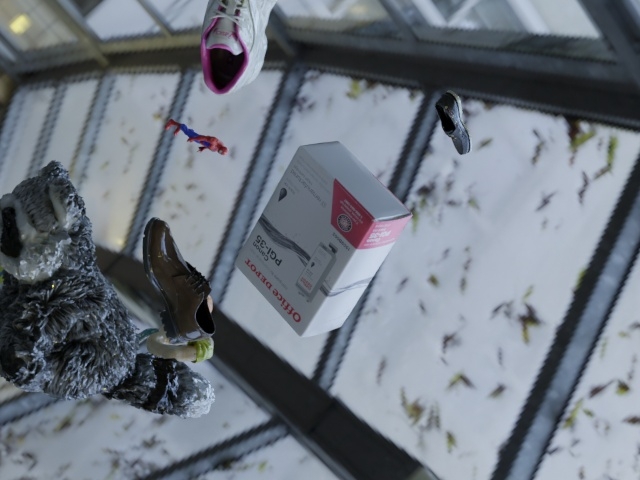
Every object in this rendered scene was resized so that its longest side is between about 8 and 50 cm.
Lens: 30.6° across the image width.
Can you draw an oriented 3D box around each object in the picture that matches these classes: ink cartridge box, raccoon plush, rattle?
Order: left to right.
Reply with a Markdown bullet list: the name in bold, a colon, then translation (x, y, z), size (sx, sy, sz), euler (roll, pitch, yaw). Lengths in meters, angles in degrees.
- **raccoon plush**: translation (-0.321, 0.069, 1.744), size (0.216, 0.446, 0.299), euler (29, -83, 46)
- **rattle**: translation (-0.281, 0.148, 2.201), size (0.130, 0.143, 0.199), euler (-20, -157, -20)
- **ink cartridge box**: translation (0.000, 0.000, 2.048), size (0.117, 0.207, 0.283), euler (-12, 141, -49)

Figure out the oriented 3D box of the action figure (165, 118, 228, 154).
- **action figure**: translation (-0.179, -0.149, 1.731), size (0.115, 0.038, 0.030), euler (22, -100, 34)

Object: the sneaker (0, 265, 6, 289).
- **sneaker**: translation (-0.535, 0.066, 1.850), size (0.240, 0.126, 0.091), euler (-62, 169, 15)

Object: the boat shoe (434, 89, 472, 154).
- **boat shoe**: translation (0.237, -0.205, 2.100), size (0.042, 0.133, 0.049), euler (-39, -140, -19)

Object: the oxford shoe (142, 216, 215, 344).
- **oxford shoe**: translation (-0.223, 0.061, 1.906), size (0.096, 0.227, 0.083), euler (-6, -152, 23)

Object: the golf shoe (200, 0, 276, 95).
- **golf shoe**: translation (-0.127, -0.367, 1.835), size (0.115, 0.306, 0.140), euler (11, -152, 5)
